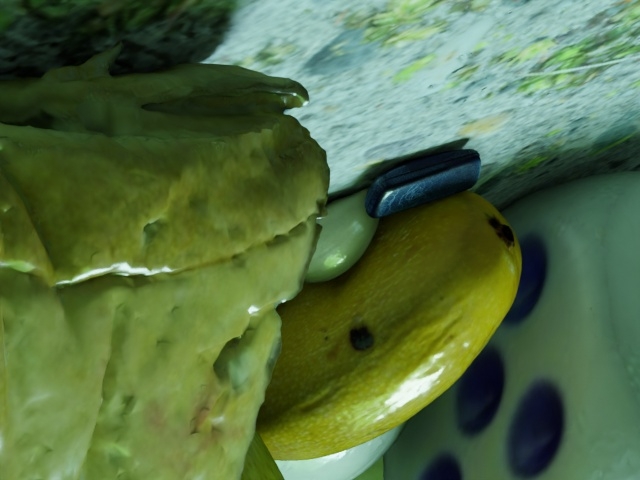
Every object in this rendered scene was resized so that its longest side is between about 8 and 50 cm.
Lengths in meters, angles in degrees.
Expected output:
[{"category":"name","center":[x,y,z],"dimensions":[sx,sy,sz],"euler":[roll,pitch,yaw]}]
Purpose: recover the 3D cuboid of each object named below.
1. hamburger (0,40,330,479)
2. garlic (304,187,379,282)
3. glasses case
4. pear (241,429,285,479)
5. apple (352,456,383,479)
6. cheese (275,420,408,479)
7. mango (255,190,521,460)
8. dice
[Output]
[{"category":"hamburger","center":[-0.140,0.050,0.592],"dimensions":[0.162,0.330,0.209],"euler":[18,173,41]},{"category":"garlic","center":[0.000,0.000,0.993],"dimensions":[0.083,0.053,0.041],"euler":[-26,123,29]},{"category":"glasses case","center":[0.065,-0.040,0.979],"dimensions":[0.083,0.023,0.033],"euler":[-19,146,-25]},{"category":"pear","center":[-0.201,0.163,0.954],"dimensions":[0.340,0.191,0.386],"euler":[-14,166,-34]},{"category":"apple","center":[0.036,0.330,1.679],"dimensions":[0.357,0.357,0.357],"euler":[-22,166,-6]},{"category":"cheese","center":[-0.019,0.122,1.192],"dimensions":[0.189,0.154,0.198],"euler":[-31,165,7]},{"category":"mango","center":[0.027,0.067,1.039],"dimensions":[0.262,0.157,0.109],"euler":[-38,121,19]},{"category":"dice","center":[0.236,0.145,1.212],"dimensions":[0.277,0.304,0.304],"euler":[14,142,-22]}]
